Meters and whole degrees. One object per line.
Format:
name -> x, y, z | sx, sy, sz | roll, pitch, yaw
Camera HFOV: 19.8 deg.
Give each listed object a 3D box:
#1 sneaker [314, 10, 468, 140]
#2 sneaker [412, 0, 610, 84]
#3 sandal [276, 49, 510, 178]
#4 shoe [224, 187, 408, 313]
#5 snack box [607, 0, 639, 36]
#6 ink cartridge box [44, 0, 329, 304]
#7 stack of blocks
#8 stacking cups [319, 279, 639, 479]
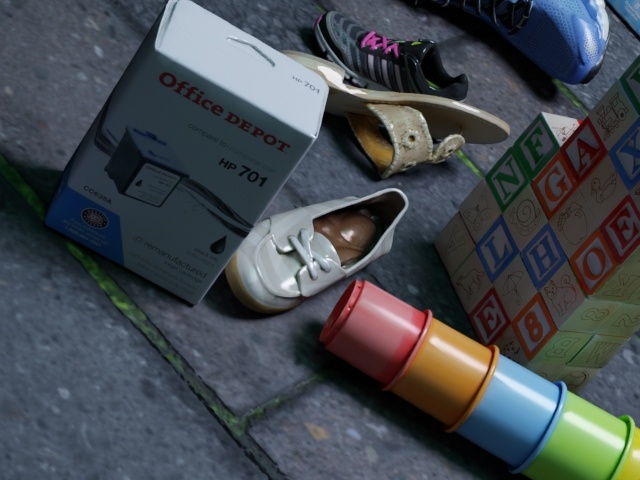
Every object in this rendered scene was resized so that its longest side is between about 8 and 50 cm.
sneaker -> 0.074, -0.173, 1.759 | 0.170, 0.075, 0.063 | 39, 35, 3
sneaker -> 0.159, -0.273, 1.930 | 0.330, 0.130, 0.147 | 43, 50, 14
sandal -> 0.053, -0.096, 1.677 | 0.240, 0.088, 0.079 | 18, 71, -15
shoe -> 0.000, 0.000, 1.502 | 0.219, 0.058, 0.076 | -25, 82, -54
snack box -> 0.501, -0.200, 2.171 | 0.187, 0.060, 0.322 | -15, 60, -49
ink cartridge box -> -0.102, -0.065, 1.384 | 0.140, 0.190, 0.082 | 29, 36, -12
stack of blocks -> 0.233, -0.026, 1.537 | 0.087, 0.297, 0.171 | 7, 46, -35
stacking cups -> 0.149, 0.135, 1.460 | 0.316, 0.096, 0.096 | 30, 36, -9
